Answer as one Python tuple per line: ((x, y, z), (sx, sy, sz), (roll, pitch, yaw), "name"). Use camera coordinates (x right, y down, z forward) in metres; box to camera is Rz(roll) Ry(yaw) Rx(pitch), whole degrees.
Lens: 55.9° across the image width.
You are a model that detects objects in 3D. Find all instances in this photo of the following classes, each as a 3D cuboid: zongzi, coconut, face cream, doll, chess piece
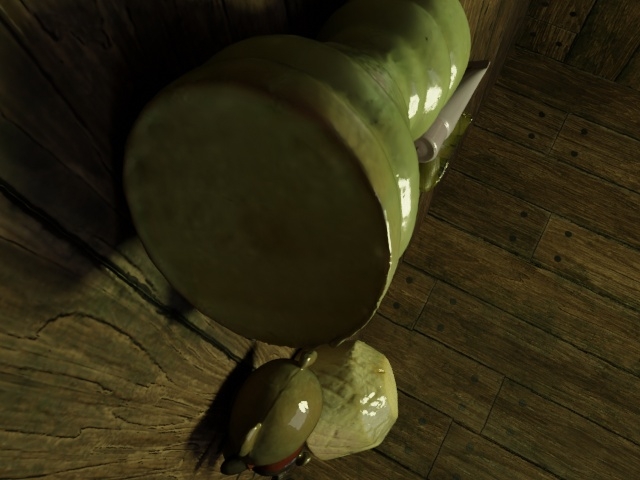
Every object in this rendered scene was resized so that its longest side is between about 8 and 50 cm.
((0.263, -0.250, 1.534), (0.289, 0.123, 0.260), (-5, 124, -64), "zongzi")
((0.030, 0.396, 1.522), (0.329, 0.328, 0.329), (-59, 167, -23), "coconut")
((0.250, -0.290, 1.280), (0.096, 0.154, 0.274), (56, 51, -40), "face cream")
((-0.089, 0.346, 1.129), (0.235, 0.174, 0.330), (-48, 163, -32), "doll")
((0.023, -0.123, 0.598), (0.442, 0.234, 0.234), (-57, 167, -49), "chess piece")

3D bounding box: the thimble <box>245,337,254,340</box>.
((-0.078, 0.035, 0.723), (0.150, 0.097, 0.150), (-58, 165, -25), "thimble")
